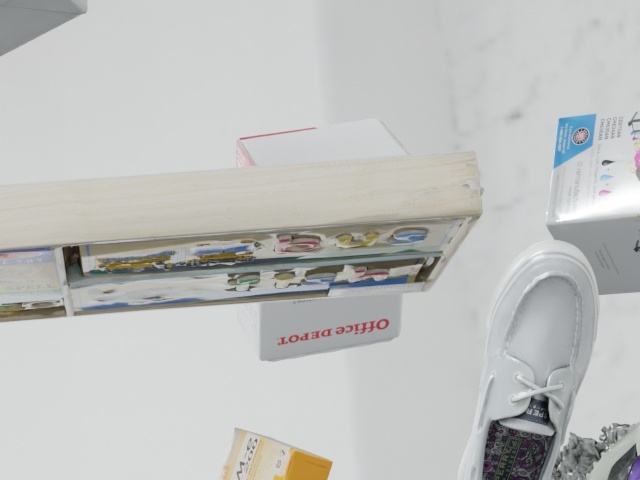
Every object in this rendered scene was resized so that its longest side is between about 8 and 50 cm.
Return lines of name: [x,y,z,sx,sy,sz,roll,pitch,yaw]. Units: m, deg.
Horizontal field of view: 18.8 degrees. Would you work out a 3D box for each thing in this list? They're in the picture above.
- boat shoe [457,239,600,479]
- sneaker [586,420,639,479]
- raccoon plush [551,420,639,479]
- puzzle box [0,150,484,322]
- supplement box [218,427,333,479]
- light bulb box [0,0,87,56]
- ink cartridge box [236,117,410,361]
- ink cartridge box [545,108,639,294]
boat shoe: [0.116,0.092,1.094,0.066,0.184,0.063,16,21,-8]
sneaker: [0.321,0.163,1.495,0.102,0.146,0.293,10,-52,-24]
raccoon plush: [0.361,0.387,1.909,0.216,0.299,0.446,-28,-56,5]
puzzle box: [-0.093,0.003,1.516,0.409,0.052,0.272,-4,-14,-6]
supplement box: [-0.037,0.176,1.402,0.036,0.062,0.098,20,-6,-28]
light bulb box: [-0.463,-0.369,2.154,0.358,0.361,0.225,-24,-40,22]
ink cartridge box: [0.000,0.000,2.129,0.172,0.237,0.100,-9,32,-18]
ink cartridge box: [0.417,-0.051,2.364,0.233,0.171,0.168,-6,-37,24]
